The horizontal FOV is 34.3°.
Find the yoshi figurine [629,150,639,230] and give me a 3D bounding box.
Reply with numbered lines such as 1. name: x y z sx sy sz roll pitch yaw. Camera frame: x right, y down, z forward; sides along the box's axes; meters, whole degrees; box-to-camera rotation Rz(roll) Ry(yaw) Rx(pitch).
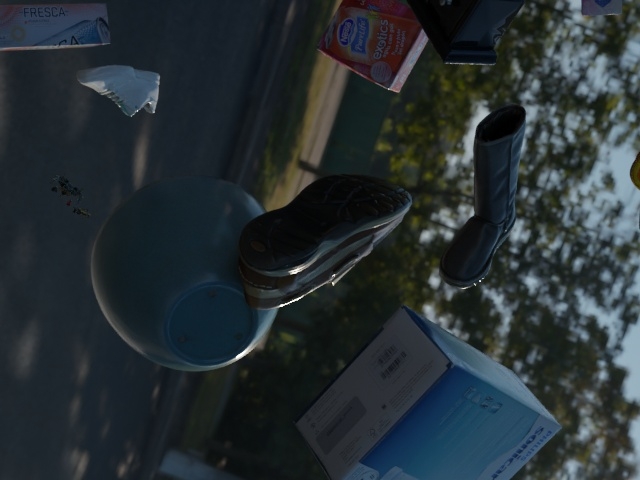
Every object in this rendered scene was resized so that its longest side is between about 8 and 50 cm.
1. yoshi figurine: 0.548 -0.117 1.432 0.362 0.202 0.204 -17 105 -66

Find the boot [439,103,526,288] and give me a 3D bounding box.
1. boot: 0.227 -0.059 1.435 0.190 0.076 0.209 -54 159 -34

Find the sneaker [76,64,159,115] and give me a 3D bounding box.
1. sneaker: -0.391 -0.294 2.051 0.212 0.080 0.094 -2 91 -57

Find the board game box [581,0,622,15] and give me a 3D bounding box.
1. board game box: 0.431 -0.568 1.607 0.319 0.065 0.318 -76 159 -47

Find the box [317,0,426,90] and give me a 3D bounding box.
1. box: 0.091 -0.315 1.626 0.123 0.128 0.257 -61 176 10

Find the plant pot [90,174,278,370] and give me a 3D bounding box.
1. plant pot: -0.175 0.074 1.495 0.195 0.290 0.290 -126 -129 -60

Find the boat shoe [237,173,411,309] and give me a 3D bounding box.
1. boat shoe: 0.000 0.000 1.458 0.324 0.122 0.120 -25 138 -43

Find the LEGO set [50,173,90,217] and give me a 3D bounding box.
1. LEGO set: -0.335 -0.064 1.397 0.023 0.054 0.083 -57 165 -22

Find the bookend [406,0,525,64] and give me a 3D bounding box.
1. bookend: 0.157 -0.292 1.073 0.156 0.072 0.157 -56 -131 45

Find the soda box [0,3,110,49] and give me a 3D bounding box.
1. soda box: -0.402 -0.311 1.509 0.058 0.183 0.063 6 -76 52

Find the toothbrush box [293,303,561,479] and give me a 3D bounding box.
1. toothbrush box: 0.148 0.243 1.368 0.216 0.295 0.126 -49 -136 11
